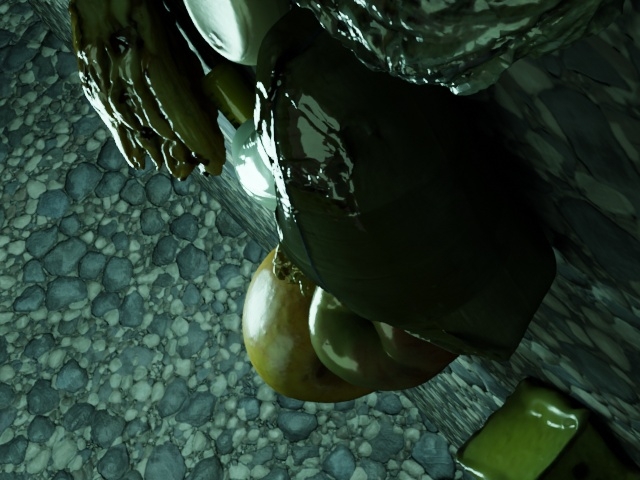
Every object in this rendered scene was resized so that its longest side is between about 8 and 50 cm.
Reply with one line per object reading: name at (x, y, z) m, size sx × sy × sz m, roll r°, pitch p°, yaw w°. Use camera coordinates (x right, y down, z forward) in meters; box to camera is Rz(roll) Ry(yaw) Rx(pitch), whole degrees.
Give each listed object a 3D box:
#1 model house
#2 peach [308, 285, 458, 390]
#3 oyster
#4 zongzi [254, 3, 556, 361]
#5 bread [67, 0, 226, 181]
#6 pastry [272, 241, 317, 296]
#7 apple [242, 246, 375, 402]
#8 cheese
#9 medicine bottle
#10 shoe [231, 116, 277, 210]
model house at (0.343, 0.333, 1.253) m, size 0.234 × 0.174 × 0.193 m, roll 40°, pitch 174°, yaw -17°
peach at (0.099, 0.080, 1.143) m, size 0.232 × 0.232 × 0.232 m, roll 47°, pitch 172°, yaw 9°
oyster at (0.065, -0.177, 0.491) m, size 0.267 × 0.112 × 0.198 m, roll 53°, pitch 153°, yaw 22°
zongzi at (0.001, -0.076, 0.869) m, size 0.393 × 0.174 × 0.356 m, roll 21°, pitch 152°, yaw 49°
bread at (-0.282, -0.255, 1.395) m, size 0.324 × 0.167 × 0.277 m, roll 59°, pitch -172°, yaw -53°
pastry at (0.000, 0.000, 1.303) m, size 0.103 × 0.154 × 0.250 m, roll 14°, pitch -169°, yaw 5°
apple at (0.011, 0.119, 1.508) m, size 0.299 × 0.299 × 0.275 m, roll 55°, pitch -163°, yaw -41°
cheese at (-0.093, -0.278, 0.894) m, size 0.137 × 0.064 × 0.227 m, roll 35°, pitch 153°, yaw 26°
medicine bottle at (-0.082, -0.162, 1.393) m, size 0.260 × 0.064 × 0.095 m, roll 49°, pitch 177°, yaw -12°
shoe at (-0.044, -0.125, 1.157) m, size 0.363 × 0.132 × 0.160 m, roll 29°, pitch 161°, yaw 53°
